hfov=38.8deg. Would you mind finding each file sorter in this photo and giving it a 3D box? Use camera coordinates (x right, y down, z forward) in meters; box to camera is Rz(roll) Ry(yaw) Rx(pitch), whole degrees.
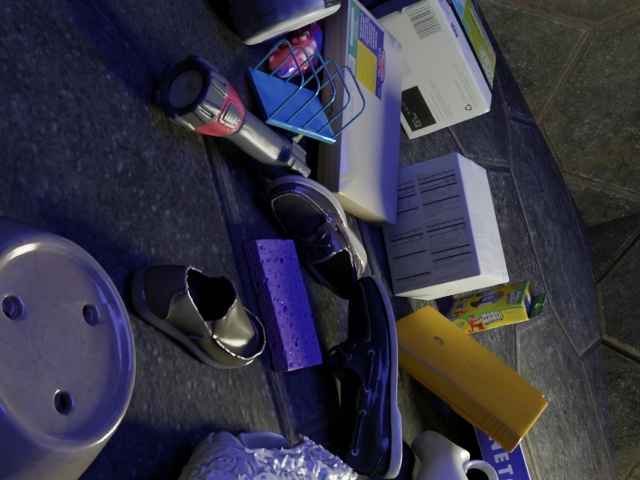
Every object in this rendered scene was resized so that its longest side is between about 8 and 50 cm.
[{"bbox_3d":[-0.022,-0.261,1.580,0.170,0.104,0.118,11,48,-46],"label":"file sorter"}]

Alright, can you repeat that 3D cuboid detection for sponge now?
[{"bbox_3d":[-0.057,0.101,1.434,0.117,0.031,0.210,-1,76,-64],"label":"sponge"}]

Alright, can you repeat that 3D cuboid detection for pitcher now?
[{"bbox_3d":[0.246,0.471,1.662,0.178,0.125,0.207,18,39,-7],"label":"pitcher"}]

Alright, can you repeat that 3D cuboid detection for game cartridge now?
[{"bbox_3d":[0.283,0.262,1.784,0.324,0.052,0.285,39,20,17],"label":"game cartridge"}]

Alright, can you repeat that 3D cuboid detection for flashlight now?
[{"bbox_3d":[-0.130,-0.174,1.398,0.304,0.103,0.103,34,40,-60],"label":"flashlight"}]

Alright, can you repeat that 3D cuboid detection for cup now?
[{"bbox_3d":[-0.290,0.105,0.722,0.331,0.237,0.331,43,38,-47],"label":"cup"}]

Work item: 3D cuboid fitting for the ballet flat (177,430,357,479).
[{"bbox_3d":[-0.094,0.307,1.154,0.409,0.147,0.146,24,53,-61],"label":"ballet flat"}]

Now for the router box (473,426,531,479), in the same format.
[{"bbox_3d":[0.405,0.502,1.955,0.301,0.082,0.335,10,64,-81],"label":"router box"}]

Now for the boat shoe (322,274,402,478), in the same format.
[{"bbox_3d":[0.059,0.222,1.507,0.127,0.113,0.339,143,-53,-69],"label":"boat shoe"}]

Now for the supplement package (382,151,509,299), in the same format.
[{"bbox_3d":[0.259,-0.023,1.951,0.199,0.198,0.262,13,65,-62],"label":"supplement package"}]

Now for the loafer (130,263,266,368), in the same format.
[{"bbox_3d":[-0.141,0.101,1.197,0.251,0.087,0.094,36,43,-51],"label":"loafer"}]

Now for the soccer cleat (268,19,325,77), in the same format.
[{"bbox_3d":[-0.032,-0.349,1.722,0.248,0.083,0.095,-68,139,-57],"label":"soccer cleat"}]

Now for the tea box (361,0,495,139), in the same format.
[{"bbox_3d":[0.266,-0.488,2.240,0.329,0.220,0.323,58,28,-28],"label":"tea box"}]

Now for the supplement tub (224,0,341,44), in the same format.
[{"bbox_3d":[-0.104,-0.510,1.541,0.315,0.194,0.193,68,26,-9],"label":"supplement tub"}]

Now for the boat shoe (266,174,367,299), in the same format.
[{"bbox_3d":[0.000,0.000,1.536,0.285,0.103,0.092,54,26,-45],"label":"boat shoe"}]

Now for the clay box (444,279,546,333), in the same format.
[{"bbox_3d":[0.407,0.155,2.113,0.053,0.222,0.127,66,25,-13],"label":"clay box"}]

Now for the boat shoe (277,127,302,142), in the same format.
[{"bbox_3d":[-0.060,-0.183,1.599,0.042,0.049,0.133,40,37,-2],"label":"boat shoe"}]

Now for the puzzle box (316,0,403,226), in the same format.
[{"bbox_3d":[0.085,-0.253,1.818,0.272,0.052,0.408,26,64,-58],"label":"puzzle box"}]
